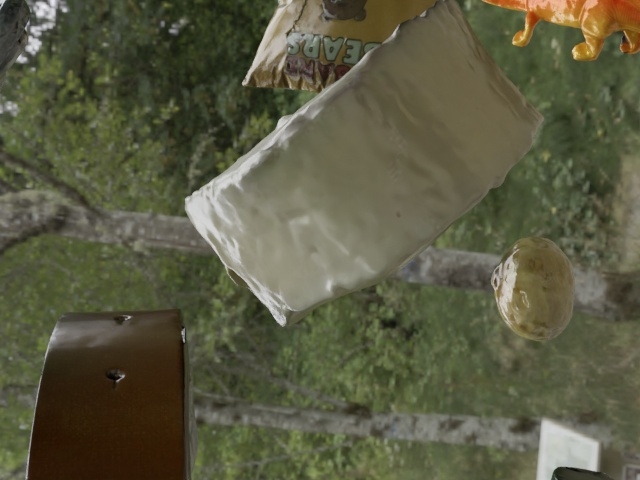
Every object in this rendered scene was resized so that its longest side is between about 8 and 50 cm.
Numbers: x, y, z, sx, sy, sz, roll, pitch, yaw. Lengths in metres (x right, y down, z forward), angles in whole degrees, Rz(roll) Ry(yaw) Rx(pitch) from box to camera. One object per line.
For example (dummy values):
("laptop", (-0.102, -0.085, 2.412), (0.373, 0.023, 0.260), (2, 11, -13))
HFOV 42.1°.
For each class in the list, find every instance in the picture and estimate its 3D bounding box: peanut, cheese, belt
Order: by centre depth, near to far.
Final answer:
("belt", (-0.162, 0.176, 0.699), (0.338, 0.122, 0.217), (-118, 28, -69))
("cheese", (0.035, -0.061, 0.753), (0.153, 0.292, 0.332), (53, -143, -3))
("peanut", (0.293, 0.065, 1.133), (0.159, 0.109, 0.140), (3, -82, -68))

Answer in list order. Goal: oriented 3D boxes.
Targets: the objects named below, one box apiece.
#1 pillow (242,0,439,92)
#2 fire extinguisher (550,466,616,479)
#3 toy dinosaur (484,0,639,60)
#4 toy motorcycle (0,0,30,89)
("pillow", (0.052, -0.365, 1.338), (0.119, 0.310, 0.312), (40, -117, -75))
("fire extinguisher", (0.302, 0.438, 1.033), (0.115, 0.095, 0.311), (3, -76, -41))
("toy dinosaur", (0.282, -0.240, 0.834), (0.070, 0.288, 0.117), (-49, -36, -25))
("toy motorcycle", (-0.258, -0.064, 0.508), (0.074, 0.151, 0.228), (37, -89, -35))
